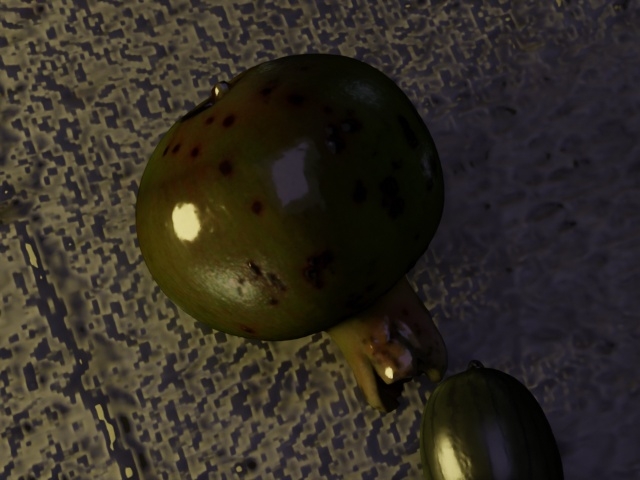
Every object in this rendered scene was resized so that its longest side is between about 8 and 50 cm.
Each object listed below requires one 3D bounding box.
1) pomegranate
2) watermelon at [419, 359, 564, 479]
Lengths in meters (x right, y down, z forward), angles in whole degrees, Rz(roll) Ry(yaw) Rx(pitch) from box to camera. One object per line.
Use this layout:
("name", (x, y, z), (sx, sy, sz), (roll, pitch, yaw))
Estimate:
("pomegranate", (-0.011, -0.006, 0.802), (0.179, 0.210, 0.179), (-9, 33, 6))
("watermelon", (0.096, 0.122, 0.780), (0.078, 0.078, 0.110), (-16, 76, -3))
